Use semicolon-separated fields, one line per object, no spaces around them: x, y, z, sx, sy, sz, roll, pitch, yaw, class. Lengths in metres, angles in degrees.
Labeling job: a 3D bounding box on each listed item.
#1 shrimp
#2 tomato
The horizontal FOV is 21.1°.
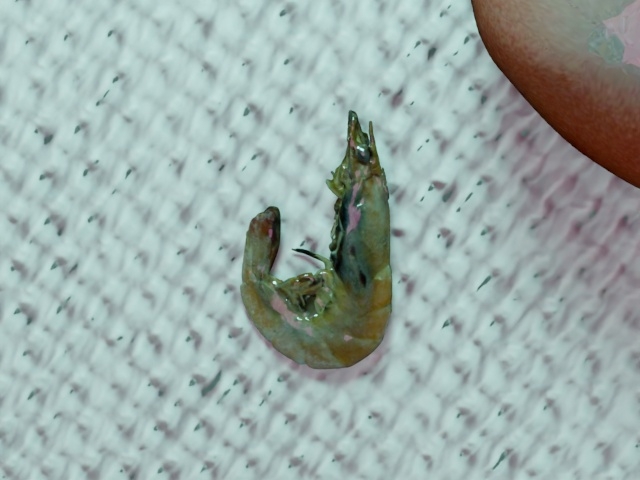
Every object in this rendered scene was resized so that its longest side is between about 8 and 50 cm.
0.000;0.001;1.556;0.143;0.052;0.251;9;105;9;shrimp
0.293;-0.201;1.347;0.341;0.273;0.341;3;104;13;tomato
